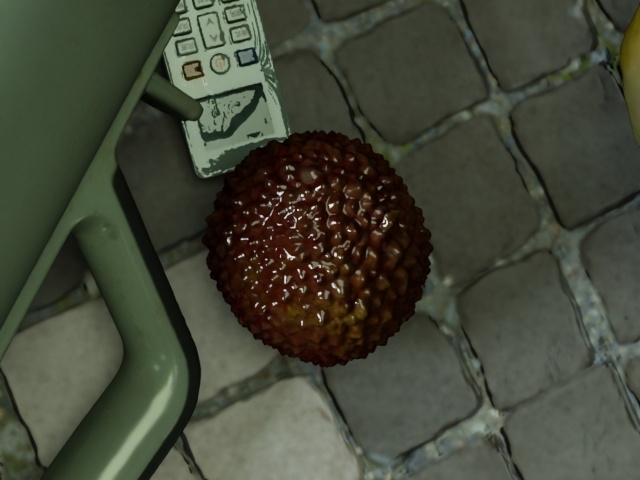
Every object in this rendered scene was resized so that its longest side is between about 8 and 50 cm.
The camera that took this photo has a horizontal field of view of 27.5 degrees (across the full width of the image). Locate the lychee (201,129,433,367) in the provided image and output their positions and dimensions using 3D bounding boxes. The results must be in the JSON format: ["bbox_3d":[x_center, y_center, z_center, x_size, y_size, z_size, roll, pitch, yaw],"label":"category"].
[{"bbox_3d":[-0.002,0.002,0.682,0.123,0.129,0.123,-1,74,4],"label":"lychee"}]

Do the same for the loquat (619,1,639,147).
[{"bbox_3d":[0.313,-0.102,0.700,0.284,0.276,0.276,-18,91,-11],"label":"loquat"}]

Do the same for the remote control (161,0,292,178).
[{"bbox_3d":[-0.063,-0.118,0.724,0.061,0.029,0.162,-15,95,-12],"label":"remote control"}]

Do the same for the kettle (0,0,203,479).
[{"bbox_3d":[-0.213,0.019,0.597,0.361,0.250,0.376,29,82,-36],"label":"kettle"}]
